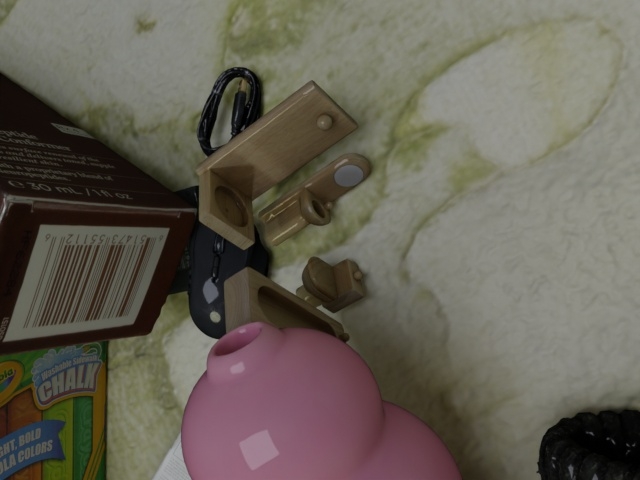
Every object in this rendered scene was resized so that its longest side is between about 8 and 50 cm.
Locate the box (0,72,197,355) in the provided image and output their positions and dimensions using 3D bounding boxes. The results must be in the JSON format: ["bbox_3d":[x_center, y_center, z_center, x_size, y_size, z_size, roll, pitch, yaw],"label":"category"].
[{"bbox_3d":[-0.314,-0.060,0.622,0.381,0.191,0.143,31,106,28],"label":"box"}]

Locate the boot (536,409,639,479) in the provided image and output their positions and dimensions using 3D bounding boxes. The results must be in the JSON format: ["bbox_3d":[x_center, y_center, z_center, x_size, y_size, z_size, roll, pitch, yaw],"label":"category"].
[{"bbox_3d":[0.303,0.250,0.403,0.347,0.131,0.260,2,96,26],"label":"boot"}]

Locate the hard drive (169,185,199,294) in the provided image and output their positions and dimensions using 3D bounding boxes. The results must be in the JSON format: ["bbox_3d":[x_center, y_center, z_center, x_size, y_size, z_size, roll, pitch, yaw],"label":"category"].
[{"bbox_3d":[-0.161,0.008,0.670,0.135,0.022,0.094,-13,89,26],"label":"hard drive"}]

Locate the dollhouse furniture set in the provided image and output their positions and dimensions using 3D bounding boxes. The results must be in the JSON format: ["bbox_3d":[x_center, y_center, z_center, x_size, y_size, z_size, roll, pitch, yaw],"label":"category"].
[{"bbox_3d":[0.000,0.000,0.524,0.123,0.144,0.151,-32,44,24],"label":"dollhouse furniture set"}]

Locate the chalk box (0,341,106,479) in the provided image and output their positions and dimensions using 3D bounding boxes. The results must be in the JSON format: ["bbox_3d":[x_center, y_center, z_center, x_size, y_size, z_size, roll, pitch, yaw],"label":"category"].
[{"bbox_3d":[-0.337,0.155,0.683,0.179,0.180,0.289,7,99,26],"label":"chalk box"}]

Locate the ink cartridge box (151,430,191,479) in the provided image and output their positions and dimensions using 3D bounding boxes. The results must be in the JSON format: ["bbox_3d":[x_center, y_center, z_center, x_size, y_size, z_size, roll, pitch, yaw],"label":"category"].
[{"bbox_3d":[-0.098,0.262,0.664,0.145,0.045,0.179,30,89,21],"label":"ink cartridge box"}]

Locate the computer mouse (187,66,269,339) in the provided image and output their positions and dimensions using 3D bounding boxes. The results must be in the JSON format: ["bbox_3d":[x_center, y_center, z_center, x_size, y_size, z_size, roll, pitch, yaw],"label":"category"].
[{"bbox_3d":[-0.082,-0.032,0.605,0.071,0.041,0.242,2,91,9],"label":"computer mouse"}]

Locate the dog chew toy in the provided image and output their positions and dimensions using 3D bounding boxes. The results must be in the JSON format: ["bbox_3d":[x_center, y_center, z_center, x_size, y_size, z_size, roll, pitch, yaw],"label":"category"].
[{"bbox_3d":[0.019,0.203,0.465,0.206,0.206,0.332,-18,107,26],"label":"dog chew toy"}]
